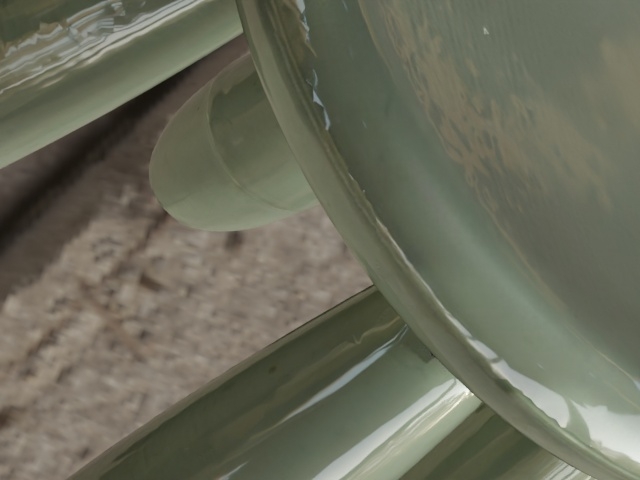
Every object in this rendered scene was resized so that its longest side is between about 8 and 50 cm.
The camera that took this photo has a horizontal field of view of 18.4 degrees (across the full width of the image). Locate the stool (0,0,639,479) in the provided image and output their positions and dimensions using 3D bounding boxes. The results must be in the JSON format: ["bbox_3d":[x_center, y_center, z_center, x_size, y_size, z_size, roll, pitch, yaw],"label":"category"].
[{"bbox_3d":[0.000,0.000,0.481,0.195,0.198,0.195,1,65,-48],"label":"stool"}]
